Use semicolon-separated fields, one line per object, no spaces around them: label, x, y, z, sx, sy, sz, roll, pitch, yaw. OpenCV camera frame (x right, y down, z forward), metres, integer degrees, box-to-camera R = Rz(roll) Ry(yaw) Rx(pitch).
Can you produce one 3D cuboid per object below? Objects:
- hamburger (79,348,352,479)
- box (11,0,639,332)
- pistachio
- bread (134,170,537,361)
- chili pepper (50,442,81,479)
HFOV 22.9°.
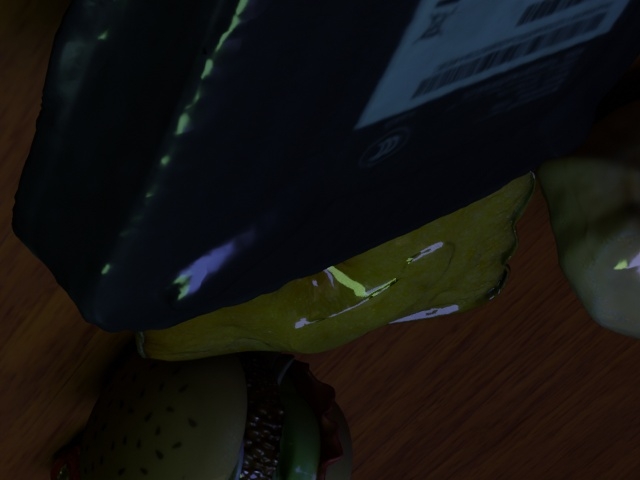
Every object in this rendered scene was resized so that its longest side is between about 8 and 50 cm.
hamburger;-0.074;0.135;0.994;0.175;0.175;0.137;-39;134;25
box;0.060;-0.120;0.646;0.359;0.091;0.350;-23;156;-38
pistachio;0.220;-0.006;0.999;0.157;0.157;0.229;-31;156;13
bread;0.000;0.000;0.903;0.233;0.088;0.161;-14;145;-13
chili pepper;-0.133;0.173;1.107;0.123;0.070;0.073;4;157;-44
